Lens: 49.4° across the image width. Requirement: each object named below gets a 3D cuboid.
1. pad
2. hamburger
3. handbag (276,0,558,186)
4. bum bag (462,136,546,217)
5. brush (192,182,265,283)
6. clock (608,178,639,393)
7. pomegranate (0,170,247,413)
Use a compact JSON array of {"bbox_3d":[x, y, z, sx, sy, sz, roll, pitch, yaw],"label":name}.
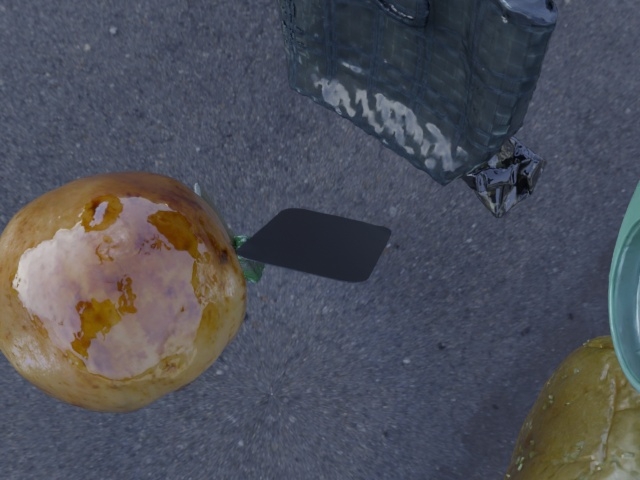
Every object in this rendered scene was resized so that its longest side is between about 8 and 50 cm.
[{"bbox_3d":[0.000,0.000,0.995,0.181,0.267,0.004,12,109,11],"label":"pad"},{"bbox_3d":[0.233,0.213,0.617,0.134,0.265,0.285,14,42,15],"label":"hamburger"},{"bbox_3d":[0.050,-0.158,0.508,0.089,0.175,0.270,-41,59,-18],"label":"handbag"},{"bbox_3d":[0.187,-0.125,0.887,0.248,0.069,0.102,37,94,-17],"label":"bum bag"},{"bbox_3d":[-0.135,0.001,1.042,0.048,0.282,0.054,3,67,12],"label":"brush"},{"bbox_3d":[0.244,0.040,0.459,0.060,0.188,0.148,2,39,-2],"label":"clock"},{"bbox_3d":[-0.186,0.051,0.656,0.248,0.248,0.248,1,78,-4],"label":"pomegranate"}]
